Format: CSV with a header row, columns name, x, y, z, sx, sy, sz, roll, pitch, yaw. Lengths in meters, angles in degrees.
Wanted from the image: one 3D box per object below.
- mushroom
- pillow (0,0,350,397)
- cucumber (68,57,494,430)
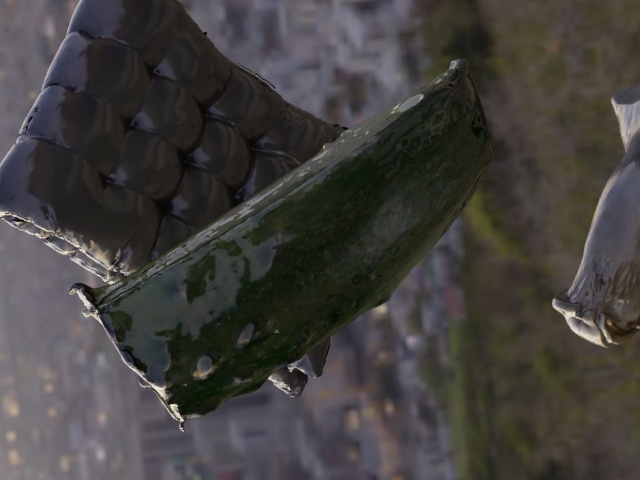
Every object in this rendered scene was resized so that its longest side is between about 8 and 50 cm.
name,x,y,z,sx,sy,sz,roll,pitch,yaw
mushroom,0.363,-0.051,2.133,0.177,0.126,0.397,-28,26,40
pillow,-0.092,-0.047,1.601,0.101,0.326,0.228,-15,48,58
cucumber,0.002,0.002,1.355,0.145,0.325,0.105,59,169,-20
